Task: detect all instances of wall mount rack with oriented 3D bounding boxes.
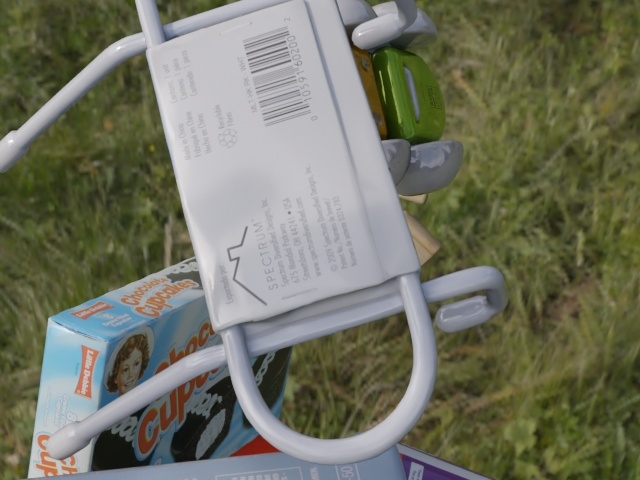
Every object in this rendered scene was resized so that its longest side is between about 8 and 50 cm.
[{"bbox_3d":[-0.063,-0.018,0.769,0.304,0.130,0.350,-17,73,5],"label":"wall mount rack"}]

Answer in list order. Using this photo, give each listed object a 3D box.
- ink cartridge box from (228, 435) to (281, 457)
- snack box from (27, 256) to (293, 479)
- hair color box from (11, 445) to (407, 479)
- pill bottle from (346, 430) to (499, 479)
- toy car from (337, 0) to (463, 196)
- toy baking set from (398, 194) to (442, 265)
[{"bbox_3d":[-0.150,0.236,1.359,0.189,0.232,0.066,-30,31,19],"label":"ink cartridge box"},{"bbox_3d":[-0.117,0.114,1.058,0.060,0.187,0.322,19,21,22],"label":"snack box"},{"bbox_3d":[-0.136,0.230,0.747,0.375,0.185,0.113,-4,47,-10],"label":"hair color box"},{"bbox_3d":[0.145,0.308,1.162,0.323,0.181,0.181,21,54,0],"label":"pill bottle"},{"bbox_3d":[0.023,-0.107,1.038,0.182,0.136,0.159,-5,80,-51],"label":"toy car"},{"bbox_3d":[0.003,-0.006,1.428,0.256,0.196,0.030,22,26,7],"label":"toy baking set"}]
